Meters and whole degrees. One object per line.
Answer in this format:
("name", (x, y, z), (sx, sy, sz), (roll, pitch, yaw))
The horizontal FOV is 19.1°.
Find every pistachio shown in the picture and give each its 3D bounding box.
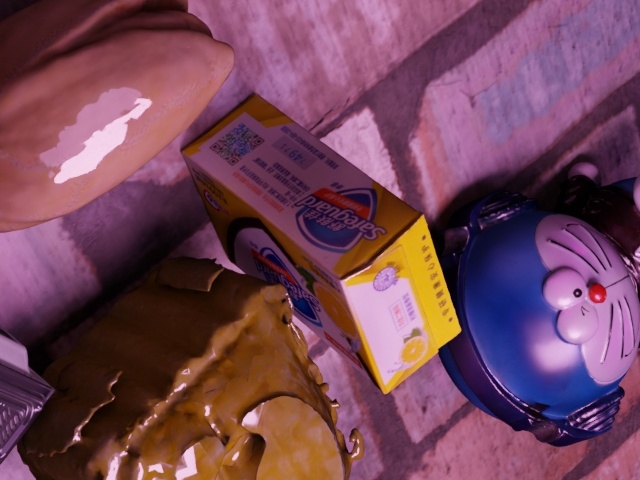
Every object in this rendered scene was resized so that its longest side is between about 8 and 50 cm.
("pistachio", (-0.214, -0.108, 1.569), (0.293, 0.162, 0.181), (-38, 162, -17))

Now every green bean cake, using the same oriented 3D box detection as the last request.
("green bean cake", (-0.103, 0.204, 1.772), (0.285, 0.202, 0.310), (-49, 130, -28))

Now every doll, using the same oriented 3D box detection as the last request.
("doll", (0.258, 0.066, 2.061), (0.310, 0.240, 0.284), (-33, 95, -40))

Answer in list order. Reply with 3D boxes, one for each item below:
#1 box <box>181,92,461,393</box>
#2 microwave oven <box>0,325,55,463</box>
("box", (0.000, 0.000, 1.752), (0.097, 0.265, 0.168), (-36, 137, -16))
("microwave oven", (-0.343, 0.126, 1.597), (0.162, 0.122, 0.208), (-52, 154, -1))
